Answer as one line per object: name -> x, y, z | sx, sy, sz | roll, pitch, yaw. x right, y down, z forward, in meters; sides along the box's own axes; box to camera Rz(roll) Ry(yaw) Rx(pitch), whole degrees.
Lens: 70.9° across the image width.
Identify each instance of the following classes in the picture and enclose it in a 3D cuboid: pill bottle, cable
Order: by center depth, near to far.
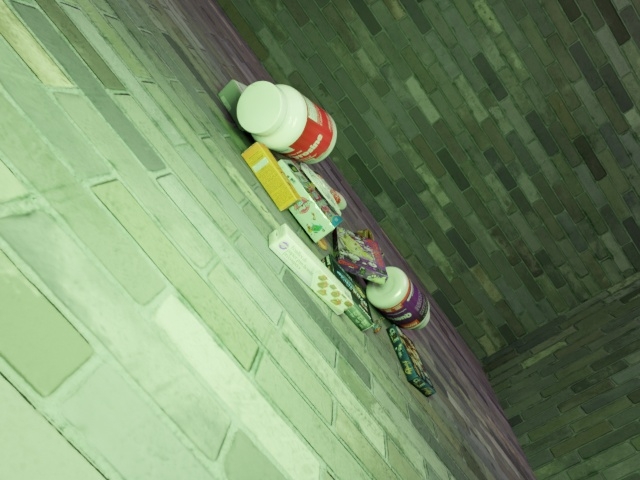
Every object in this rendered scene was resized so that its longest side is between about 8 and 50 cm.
pill bottle -> -0.117, -0.427, 1.644 | 0.229, 0.229, 0.408 | 59, 20, 16
pill bottle -> 0.337, 0.256, 1.875 | 0.323, 0.181, 0.181 | 43, 17, -41
cable -> -0.033, -0.219, 1.956 | 0.257, 0.089, 0.257 | 38, 21, -50

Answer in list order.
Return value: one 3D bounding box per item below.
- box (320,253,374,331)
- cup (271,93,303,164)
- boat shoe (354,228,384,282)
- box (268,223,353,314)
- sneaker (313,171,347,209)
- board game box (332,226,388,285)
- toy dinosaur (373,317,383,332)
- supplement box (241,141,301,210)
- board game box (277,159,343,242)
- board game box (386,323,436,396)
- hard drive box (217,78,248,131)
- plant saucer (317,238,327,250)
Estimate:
box -> 0.084, 0.169, 1.482 | 0.220, 0.051, 0.175 | 50, 14, -22
cup -> -0.130, -0.522, 2.037 | 0.331, 0.237, 0.331 | 51, 13, -17
boat shoe -> 0.223, 0.070, 2.048 | 0.122, 0.120, 0.324 | 40, 25, -47
box -> -0.023, 0.088, 1.278 | 0.324, 0.063, 0.067 | 47, 14, -30
sneaker -> 0.038, -0.209, 2.184 | 0.270, 0.090, 0.145 | 43, 18, -30
board game box -> 0.154, 0.052, 1.831 | 0.208, 0.056, 0.347 | 25, 20, -11
toy dinosaur -> 0.209, 0.310, 1.606 | 0.090, 0.047, 0.082 | 60, 28, -25
supplement box -> -0.162, -0.212, 1.506 | 0.233, 0.080, 0.078 | 54, 14, 2
board game box -> -0.057, -0.152, 1.657 | 0.303, 0.097, 0.224 | 52, 14, -1
board game box -> 0.342, 0.453, 1.707 | 0.165, 0.042, 0.243 | 45, 16, -37
hard drive box -> -0.266, -0.512, 1.781 | 0.181, 0.089, 0.232 | 58, 22, 13
plant saucer -> 0.000, 0.000, 1.689 | 0.083, 0.013, 0.083 | 50, 14, -18
